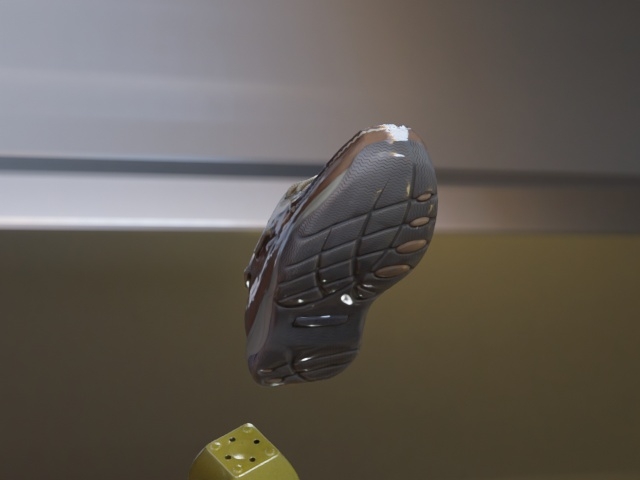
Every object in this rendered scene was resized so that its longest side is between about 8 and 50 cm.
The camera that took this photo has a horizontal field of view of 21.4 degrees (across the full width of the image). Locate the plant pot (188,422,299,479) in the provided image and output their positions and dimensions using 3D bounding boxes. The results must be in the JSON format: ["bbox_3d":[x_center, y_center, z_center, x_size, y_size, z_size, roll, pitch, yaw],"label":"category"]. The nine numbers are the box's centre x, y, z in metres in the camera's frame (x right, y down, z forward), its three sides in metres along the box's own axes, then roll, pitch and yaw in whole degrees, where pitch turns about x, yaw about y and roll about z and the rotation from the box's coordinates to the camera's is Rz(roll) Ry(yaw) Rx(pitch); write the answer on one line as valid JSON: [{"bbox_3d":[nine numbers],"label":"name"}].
[{"bbox_3d":[-0.065,0.209,1.474,0.081,0.081,0.083,40,-36,38],"label":"plant pot"}]

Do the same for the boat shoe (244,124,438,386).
[{"bbox_3d":[0.000,0.000,1.399,0.324,0.123,0.116,121,-37,-49],"label":"boat shoe"}]
